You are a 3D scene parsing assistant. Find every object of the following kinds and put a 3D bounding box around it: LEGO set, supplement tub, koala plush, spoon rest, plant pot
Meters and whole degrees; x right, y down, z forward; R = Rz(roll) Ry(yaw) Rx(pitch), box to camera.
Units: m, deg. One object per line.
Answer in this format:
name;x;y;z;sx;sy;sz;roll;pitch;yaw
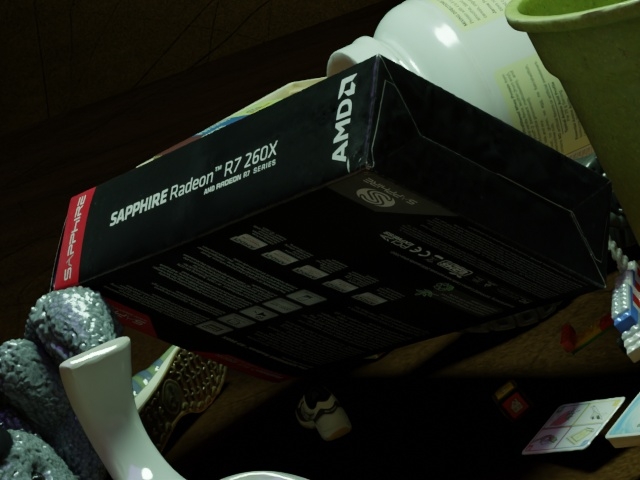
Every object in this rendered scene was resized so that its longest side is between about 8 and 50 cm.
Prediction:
LEGO set;0.204;0.062;1.203;0.182;0.060;0.244;-46;12;-26
supplement tub;0.194;-0.152;1.763;0.324;0.235;0.235;-24;15;-14
koala plush;-0.219;0.179;1.307;0.196;0.203;0.221;-10;34;-9
spoon rest;-0.073;0.167;1.174;0.137;0.084;0.276;-23;41;-28
plant pot;0.306;-0.098;1.368;0.276;0.254;0.276;-18;15;5

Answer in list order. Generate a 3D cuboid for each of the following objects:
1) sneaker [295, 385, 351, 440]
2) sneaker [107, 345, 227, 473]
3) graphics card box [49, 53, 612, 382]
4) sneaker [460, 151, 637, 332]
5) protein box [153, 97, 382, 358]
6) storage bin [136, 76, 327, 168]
sneaker;0.000;0.126;1.401;0.032;0.037;0.083;-27;14;-16
sneaker;-0.154;0.134;1.523;0.086;0.064;0.192;-8;22;26
graphics card box;0.000;0.000;1.328;0.371;0.232;0.094;-20;54;48
sneaker;0.166;0.006;1.528;0.286;0.109;0.130;-23;3;-32
protein box;-0.007;-0.015;1.597;0.199;0.201;0.136;-4;22;48
storage bin;-0.015;-0.090;2.047;0.260;0.123;0.262;-5;20;47
